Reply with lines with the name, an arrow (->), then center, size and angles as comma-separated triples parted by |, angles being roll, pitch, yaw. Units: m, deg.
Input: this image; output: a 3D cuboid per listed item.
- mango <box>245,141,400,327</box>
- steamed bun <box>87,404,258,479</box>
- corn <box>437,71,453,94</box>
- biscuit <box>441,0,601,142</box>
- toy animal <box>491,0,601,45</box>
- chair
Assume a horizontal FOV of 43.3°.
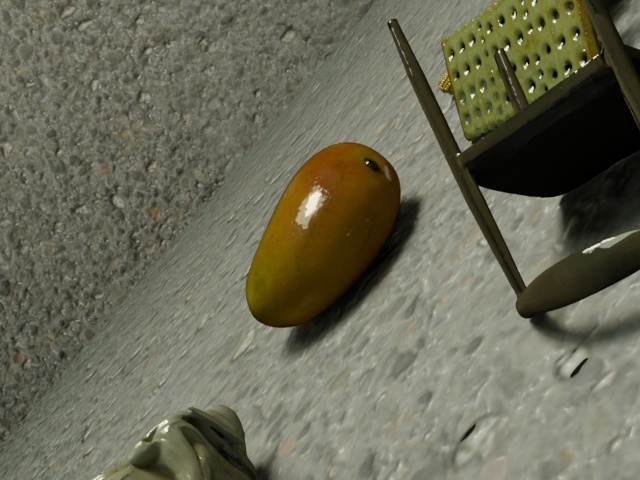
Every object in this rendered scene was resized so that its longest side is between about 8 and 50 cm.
mango -> 0.002, -0.003, 0.990 | 0.255, 0.139, 0.175 | -60, 4, -7
steamed bun -> -0.141, 0.263, 0.751 | 0.211, 0.144, 0.218 | -42, -15, 0
corn -> 0.210, -0.250, 1.172 | 0.092, 0.037, 0.037 | -50, 15, 5
biscuit -> 0.215, -0.203, 0.896 | 0.016, 0.139, 0.231 | -11, -4, -28
toy animal -> 0.291, -0.333, 0.942 | 0.248, 0.149, 0.165 | -58, 7, -2
chair -> 0.196, -0.087, 0.611 | 0.188, 0.166, 0.272 | -35, 63, 42
